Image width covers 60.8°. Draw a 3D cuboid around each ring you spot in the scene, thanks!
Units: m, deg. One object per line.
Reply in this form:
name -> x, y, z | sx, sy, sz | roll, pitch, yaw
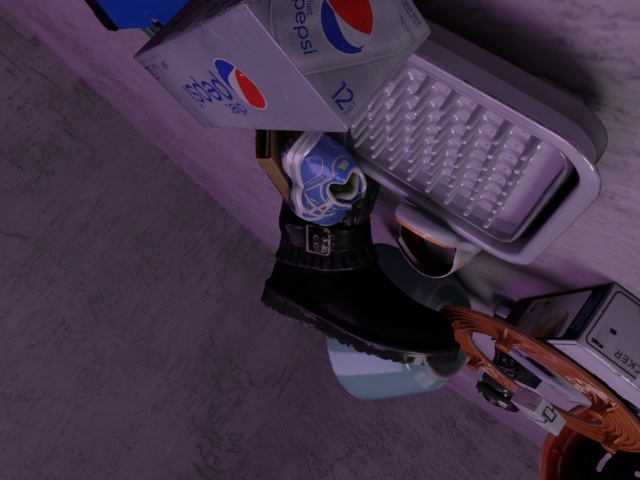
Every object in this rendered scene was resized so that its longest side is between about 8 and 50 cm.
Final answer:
ring -> 0.315, 0.214, 0.827 | 0.336, 0.032, 0.336 | 38, 168, 10

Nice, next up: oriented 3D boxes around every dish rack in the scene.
dish rack -> 0.096, -0.118, 0.526 | 0.333, 0.072, 0.285 | 36, 170, 15

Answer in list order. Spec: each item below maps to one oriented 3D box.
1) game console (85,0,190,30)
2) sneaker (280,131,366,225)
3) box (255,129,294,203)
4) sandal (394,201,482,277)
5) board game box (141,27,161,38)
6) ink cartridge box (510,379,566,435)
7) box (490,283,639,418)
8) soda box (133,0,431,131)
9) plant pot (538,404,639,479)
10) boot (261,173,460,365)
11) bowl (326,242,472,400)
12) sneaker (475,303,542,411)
game console -> -0.265, -0.409, 0.628 | 0.250, 0.173, 0.293 | 3, 160, 15
sneaker -> 0.010, -0.059, 0.670 | 0.081, 0.080, 0.211 | 36, 171, 18
box -> -0.052, -0.148, 0.692 | 0.021, 0.164, 0.201 | -3, 169, 6
sandal -> 0.140, 0.004, 0.729 | 0.102, 0.076, 0.265 | 37, -167, 24
board game box -> -0.225, -0.303, 0.862 | 0.260, 0.030, 0.136 | 43, -179, 1
ink cartridge box -> 0.314, 0.244, 0.797 | 0.083, 0.028, 0.048 | 45, 167, -22
box -> 0.372, 0.155, 0.750 | 0.169, 0.087, 0.290 | 38, 171, 6
soda box -> -0.053, -0.151, 0.428 | 0.098, 0.091, 0.286 | 45, 167, -29
plant pot -> 0.552, 0.433, 0.953 | 0.272, 0.272, 0.265 | 30, 176, 40
boot -> 0.071, 0.022, 0.834 | 0.348, 0.260, 0.131 | 19, -168, 20
bowl -> 0.172, 0.160, 1.026 | 0.163, 0.311, 0.311 | 1, 146, 45
sneaker -> 0.354, 0.234, 1.021 | 0.104, 0.147, 0.296 | 33, 168, 41
